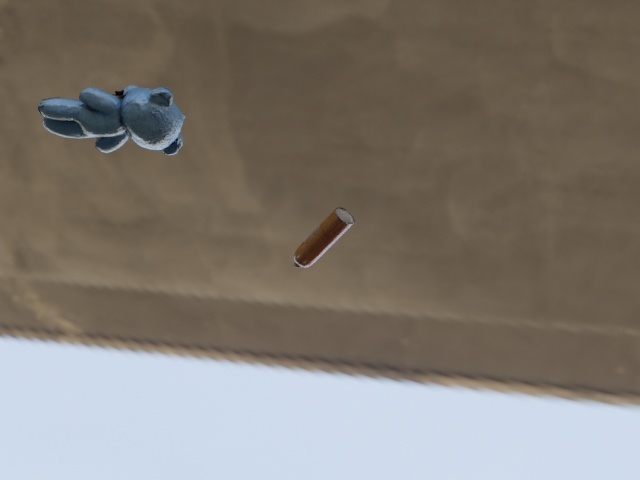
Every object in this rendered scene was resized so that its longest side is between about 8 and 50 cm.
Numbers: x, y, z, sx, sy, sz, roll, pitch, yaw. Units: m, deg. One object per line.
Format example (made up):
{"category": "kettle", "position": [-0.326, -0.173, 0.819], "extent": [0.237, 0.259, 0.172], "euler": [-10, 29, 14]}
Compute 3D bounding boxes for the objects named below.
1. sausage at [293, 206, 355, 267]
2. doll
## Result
{"category": "sausage", "position": [0.000, 0.000, 1.999], "extent": [0.031, 0.031, 0.107], "euler": [34, -55, -15]}
{"category": "doll", "position": [-0.257, -0.162, 1.990], "extent": [0.179, 0.075, 0.120], "euler": [9, -31, 9]}
